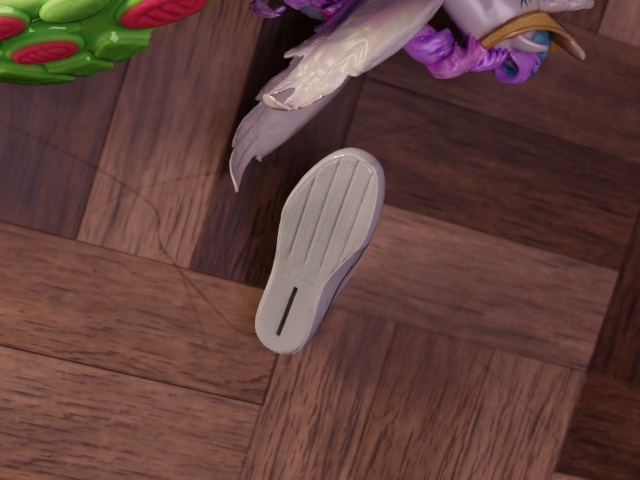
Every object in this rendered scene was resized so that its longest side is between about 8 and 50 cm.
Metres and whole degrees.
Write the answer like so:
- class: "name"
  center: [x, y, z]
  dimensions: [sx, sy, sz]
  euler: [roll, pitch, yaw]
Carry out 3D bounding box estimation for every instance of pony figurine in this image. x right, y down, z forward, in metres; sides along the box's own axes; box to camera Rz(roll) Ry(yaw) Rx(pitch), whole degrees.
- class: "pony figurine"
  center: [0.029, -0.238, 1.288]
  dimensions: [0.351, 0.303, 0.363]
  euler: [-35, 94, -18]

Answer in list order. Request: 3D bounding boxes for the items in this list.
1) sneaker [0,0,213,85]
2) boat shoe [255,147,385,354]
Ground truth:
- class: "sneaker"
  center: [-0.189, -0.258, 1.171]
  dimensions: [0.185, 0.482, 0.202]
  euler: [28, 52, -56]
- class: "boat shoe"
  center: [0.000, 0.000, 1.371]
  dimensions: [0.083, 0.076, 0.226]
  euler: [32, 122, 5]
